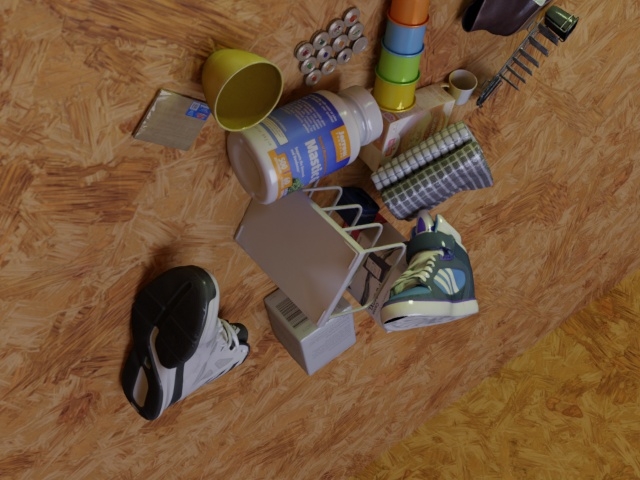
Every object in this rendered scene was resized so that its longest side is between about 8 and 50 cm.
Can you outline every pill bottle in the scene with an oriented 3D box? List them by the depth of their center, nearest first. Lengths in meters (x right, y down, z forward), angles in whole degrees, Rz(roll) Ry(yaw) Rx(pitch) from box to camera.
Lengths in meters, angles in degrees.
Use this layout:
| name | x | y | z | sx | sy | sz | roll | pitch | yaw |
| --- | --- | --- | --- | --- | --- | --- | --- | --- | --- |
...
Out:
| name | x | y | z | sx | sy | sz | roll | pitch | yaw |
| --- | --- | --- | --- | --- | --- | --- | --- | --- | --- |
| pill bottle | -0.023 | -0.187 | 1.673 | 0.272 | 0.152 | 0.152 | -28 | 147 | -23 |

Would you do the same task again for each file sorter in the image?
| name | x | y | z | sx | sy | sz | roll | pitch | yaw |
| --- | --- | --- | --- | --- | --- | --- | --- | --- | --- |
| file sorter | 0.000 | 0.000 | 1.820 | 0.173 | 0.278 | 0.193 | -11 | 137 | -49 |

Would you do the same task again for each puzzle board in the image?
| name | x | y | z | sx | sy | sz | roll | pitch | yaw |
| --- | --- | --- | --- | --- | --- | --- | --- | --- | --- |
| puzzle board | -0.247 | -0.202 | 1.528 | 0.128 | 0.011 | 0.096 | 8 | 122 | -54 |

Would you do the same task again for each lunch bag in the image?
| name | x | y | z | sx | sy | sz | roll | pitch | yaw |
| --- | --- | --- | --- | --- | --- | --- | --- | --- | --- |
| lunch bag | 0.083 | -0.073 | 1.994 | 0.067 | 0.098 | 0.065 | -5 | 130 | -40 |

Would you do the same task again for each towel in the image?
| name | x | y | z | sx | sy | sz | roll | pitch | yaw |
| --- | --- | --- | --- | --- | --- | --- | --- | --- | --- |
| towel | 0.250 | -0.136 | 1.959 | 0.235 | 0.121 | 0.284 | -32 | 168 | 11 |

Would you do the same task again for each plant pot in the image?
| name | x | y | z | sx | sy | sz | roll | pitch | yaw |
| --- | --- | --- | --- | --- | --- | --- | --- | --- | --- |
| plant pot | -0.142 | -0.262 | 1.492 | 0.134 | 0.095 | 0.134 | -29 | 147 | -22 |

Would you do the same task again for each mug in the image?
| name | x | y | z | sx | sy | sz | roll | pitch | yaw |
| --- | --- | --- | --- | --- | --- | --- | --- | --- | --- |
| mug | 0.297 | -0.332 | 1.976 | 0.064 | 0.078 | 0.062 | 101 | 12 | -58 |

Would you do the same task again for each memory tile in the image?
| name | x | y | z | sx | sy | sz | roll | pitch | yaw |
| --- | --- | --- | --- | --- | --- | --- | --- | --- | --- |
| memory tile | 0.021 | -0.352 | 1.654 | 0.148 | 0.012 | 0.113 | -38 | 150 | -10 |

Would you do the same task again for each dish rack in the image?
| name | x | y | z | sx | sy | sz | roll | pitch | yaw |
| --- | --- | --- | --- | --- | --- | --- | --- | --- | --- |
| dish rack | 0.446 | -0.390 | 1.981 | 0.271 | 0.074 | 0.208 | -51 | 173 | 14 |

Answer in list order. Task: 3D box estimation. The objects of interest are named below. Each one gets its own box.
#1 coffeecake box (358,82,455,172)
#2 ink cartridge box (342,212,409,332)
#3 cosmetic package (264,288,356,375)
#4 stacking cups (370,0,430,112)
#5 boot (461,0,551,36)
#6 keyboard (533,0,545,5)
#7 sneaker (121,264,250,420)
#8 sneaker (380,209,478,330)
| name | x | y | z | sx | sy | sz | roll | pitch | yaw |
| --- | --- | --- | --- | --- | --- | --- | --- | --- | --- |
| coffeecake box | 0.183 | -0.240 | 1.932 | 0.185 | 0.068 | 0.142 | -23 | 146 | -30 |
| ink cartridge box | 0.143 | 0.071 | 2.108 | 0.100 | 0.237 | 0.172 | -17 | 141 | -38 |
| cosmetic package | -0.022 | 0.192 | 2.155 | 0.151 | 0.151 | 0.183 | -34 | 150 | -16 |
| stacking cups | 0.152 | -0.392 | 1.693 | 0.096 | 0.096 | 0.316 | -26 | 142 | -27 |
| boot | 0.408 | -0.519 | 1.821 | 0.207 | 0.090 | 0.248 | -12 | 142 | -45 |
| keyboard | 0.472 | -0.582 | 1.782 | 0.256 | 0.072 | 0.014 | -57 | -167 | -9 |
| sneaker | -0.253 | 0.176 | 1.892 | 0.257 | 0.169 | 0.447 | -26 | 155 | -42 |
| sneaker | 0.203 | 0.053 | 1.860 | 0.130 | 0.236 | 0.323 | -22 | 166 | 35 |
